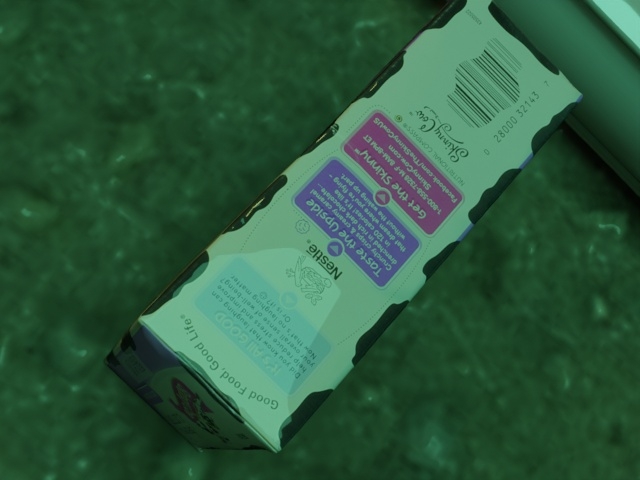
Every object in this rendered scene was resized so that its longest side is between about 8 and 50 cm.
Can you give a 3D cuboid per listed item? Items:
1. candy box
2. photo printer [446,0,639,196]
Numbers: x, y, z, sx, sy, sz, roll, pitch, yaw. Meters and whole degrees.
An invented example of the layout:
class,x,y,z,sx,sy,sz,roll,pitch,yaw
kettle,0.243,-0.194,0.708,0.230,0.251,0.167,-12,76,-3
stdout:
class,x,y,z,sx,sy,sz,roll,pitch,yaw
candy box,0.000,0.000,0.431,0.070,0.165,0.196,44,69,-4
photo printer,0.250,-0.138,0.571,0.307,0.107,0.256,45,70,-4
